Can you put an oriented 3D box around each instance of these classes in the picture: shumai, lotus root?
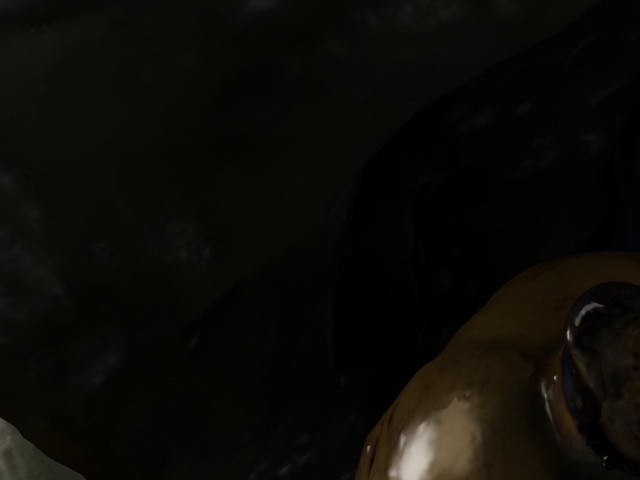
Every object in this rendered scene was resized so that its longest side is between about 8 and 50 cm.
[{"bbox_3d":[0.028,-0.105,0.638,0.323,0.397,0.324,-28,44,32],"label":"shumai"},{"bbox_3d":[0.073,0.069,0.547,0.125,0.118,0.221,-61,-4,-35],"label":"lotus root"}]

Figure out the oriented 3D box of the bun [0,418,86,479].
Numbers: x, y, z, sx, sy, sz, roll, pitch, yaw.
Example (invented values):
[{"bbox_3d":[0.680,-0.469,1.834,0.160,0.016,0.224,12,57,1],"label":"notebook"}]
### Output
[{"bbox_3d":[-0.084,0.143,0.992,0.293,0.187,0.293,164,90,-80],"label":"bun"}]
